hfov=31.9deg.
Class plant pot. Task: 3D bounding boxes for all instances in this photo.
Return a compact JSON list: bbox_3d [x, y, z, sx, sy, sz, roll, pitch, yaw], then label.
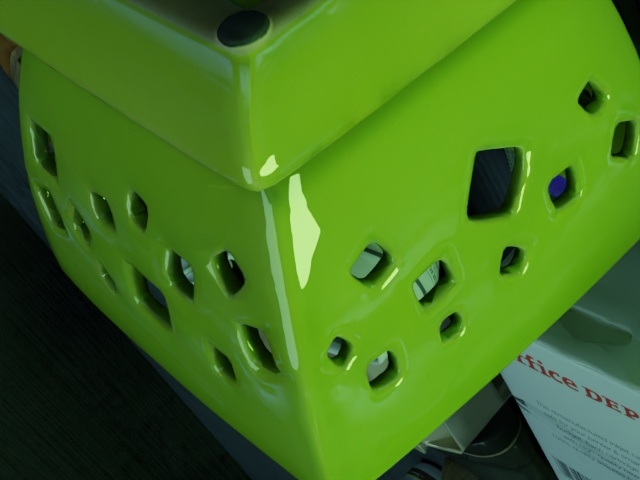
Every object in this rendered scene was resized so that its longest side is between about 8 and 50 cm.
[{"bbox_3d":[-0.004,-0.067,0.489,0.227,0.228,0.207,34,153,37],"label":"plant pot"}]

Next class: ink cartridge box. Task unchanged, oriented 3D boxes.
[{"bbox_3d":[0.197,0.099,0.631,0.160,0.092,0.219,26,155,47],"label":"ink cartridge box"}]

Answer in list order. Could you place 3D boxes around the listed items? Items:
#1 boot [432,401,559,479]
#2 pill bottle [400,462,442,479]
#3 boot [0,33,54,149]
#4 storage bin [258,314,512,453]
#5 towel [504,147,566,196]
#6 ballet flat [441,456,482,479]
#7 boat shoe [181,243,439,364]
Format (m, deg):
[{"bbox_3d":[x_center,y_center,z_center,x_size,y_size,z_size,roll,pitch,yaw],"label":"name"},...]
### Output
[{"bbox_3d":[0.134,0.192,1.054,0.137,0.077,0.198,48,165,-29],"label":"boot"},{"bbox_3d":[0.094,0.381,1.346,0.117,0.215,0.117,40,164,15],"label":"pill bottle"},{"bbox_3d":[-0.198,-0.226,0.811,0.220,0.109,0.283,61,156,23],"label":"boot"},{"bbox_3d":[0.000,0.000,0.814,0.260,0.123,0.262,22,152,51],"label":"storage bin"},{"bbox_3d":[0.128,-0.041,0.604,0.083,0.009,0.060,30,159,41],"label":"towel"},{"bbox_3d":[0.210,0.327,1.101,0.342,0.124,0.116,27,156,47],"label":"ballet flat"},{"bbox_3d":[-0.049,0.010,0.627,0.226,0.075,0.083,11,142,29],"label":"boat shoe"}]
